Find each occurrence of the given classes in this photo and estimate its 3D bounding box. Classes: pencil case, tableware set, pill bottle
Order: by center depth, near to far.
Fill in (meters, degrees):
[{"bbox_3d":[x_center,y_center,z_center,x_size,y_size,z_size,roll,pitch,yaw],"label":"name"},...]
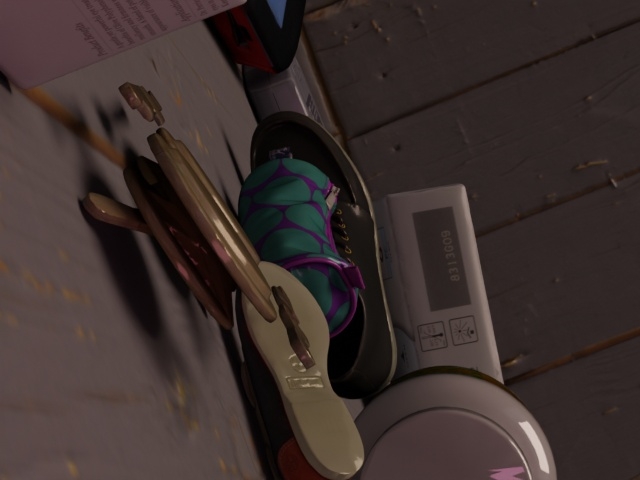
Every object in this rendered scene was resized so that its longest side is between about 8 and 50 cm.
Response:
[{"bbox_3d":[-0.057,-0.002,0.658,0.128,0.039,0.194,57,-1,-6],"label":"tableware set"},{"bbox_3d":[-0.015,0.002,0.970,0.151,0.070,0.064,-103,171,-61],"label":"pencil case"},{"bbox_3d":[0.081,0.151,0.991,0.246,0.136,0.136,31,38,-84],"label":"pill bottle"}]

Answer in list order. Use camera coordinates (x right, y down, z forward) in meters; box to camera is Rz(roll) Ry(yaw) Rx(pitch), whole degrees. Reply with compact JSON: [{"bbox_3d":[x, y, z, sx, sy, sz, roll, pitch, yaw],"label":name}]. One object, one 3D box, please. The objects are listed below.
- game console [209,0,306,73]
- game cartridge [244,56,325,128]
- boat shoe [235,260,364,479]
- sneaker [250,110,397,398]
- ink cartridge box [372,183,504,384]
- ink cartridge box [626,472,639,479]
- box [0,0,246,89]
[{"bbox_3d":[-0.049,-0.361,1.370,0.386,0.060,0.342,60,42,-71],"label":"game console"},{"bbox_3d":[-0.022,-0.108,1.630,0.294,0.060,0.196,-86,158,-82],"label":"game cartridge"},{"bbox_3d":[-0.017,0.072,0.780,0.043,0.049,0.137,-56,-136,40],"label":"boat shoe"},{"bbox_3d":[0.000,0.000,1.092,0.118,0.083,0.222,50,20,-77],"label":"sneaker"},{"bbox_3d":[0.090,0.118,1.631,0.385,0.091,0.308,154,-75,-76],"label":"ink cartridge box"},{"bbox_3d":[0.200,0.258,0.927,0.171,0.168,0.233,58,18,2],"label":"ink cartridge box"},{"bbox_3d":[-0.086,-0.120,0.489,0.101,0.087,0.102,58,11,-72],"label":"box"}]
